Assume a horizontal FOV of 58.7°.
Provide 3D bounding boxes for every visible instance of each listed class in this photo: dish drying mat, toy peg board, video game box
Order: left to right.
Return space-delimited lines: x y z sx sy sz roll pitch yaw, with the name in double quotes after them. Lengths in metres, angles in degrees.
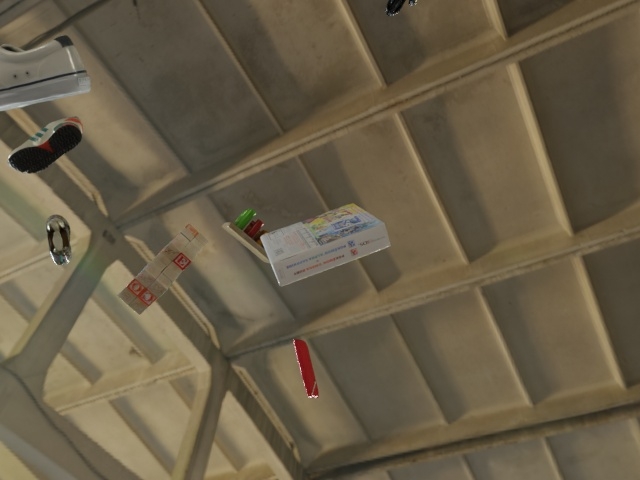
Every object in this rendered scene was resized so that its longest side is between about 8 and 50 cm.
-0.177 -0.017 1.562 0.161 0.161 0.079 40 -99 -13 "toy peg board"
-0.020 0.181 0.806 0.008 0.083 0.032 -26 -26 22 "dish drying mat"
0.000 0.000 0.966 0.187 0.205 0.048 -22 -74 -5 "video game box"

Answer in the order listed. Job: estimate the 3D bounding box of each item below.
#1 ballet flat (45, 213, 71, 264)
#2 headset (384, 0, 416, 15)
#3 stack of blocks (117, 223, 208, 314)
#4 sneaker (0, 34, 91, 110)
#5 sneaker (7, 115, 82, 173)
-0.456 -0.011 0.991 0.041 0.114 0.041 -19 -32 -12 "ballet flat"
0.028 -0.484 0.945 0.395 0.243 0.185 -6 -37 -37 "headset"
-0.463 0.079 1.707 0.087 0.297 0.171 44 -70 -10 "stack of blocks"
-0.471 -0.242 0.839 0.259 0.094 0.091 -11 -76 1 "sneaker"
-0.529 -0.189 1.107 0.161 0.075 0.057 -28 -53 10 "sneaker"
